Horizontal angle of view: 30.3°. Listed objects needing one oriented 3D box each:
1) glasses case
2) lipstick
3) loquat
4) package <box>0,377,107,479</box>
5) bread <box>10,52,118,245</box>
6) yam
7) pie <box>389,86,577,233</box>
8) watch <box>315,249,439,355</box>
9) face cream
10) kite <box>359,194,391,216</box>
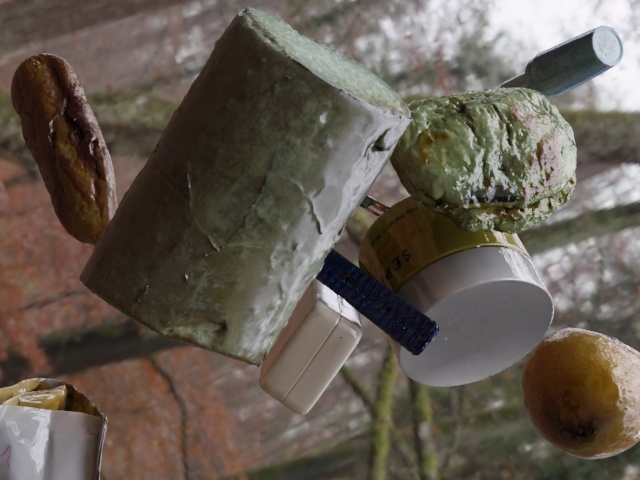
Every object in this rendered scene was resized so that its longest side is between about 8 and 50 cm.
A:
[{"bbox_3d":[-0.013,0.129,1.649,0.076,0.144,0.336,34,7,-5],"label":"glasses case"},{"bbox_3d":[0.319,-0.234,1.701,0.068,0.061,0.274,29,-24,-21],"label":"lipstick"},{"bbox_3d":[0.517,0.288,2.272,0.263,0.263,0.263,56,-20,33],"label":"loquat"},{"bbox_3d":[-0.379,0.336,1.440,0.221,0.165,0.311,15,-83,62],"label":"package"},{"bbox_3d":[-0.327,-0.104,1.540,0.344,0.084,0.124,64,-27,27],"label":"bread"},{"bbox_3d":[-0.057,-0.032,0.898,0.161,0.268,0.161,32,7,-4],"label":"yam"},{"bbox_3d":[0.212,-0.107,1.475,0.090,0.248,0.201,123,-48,-63],"label":"pie"},{"bbox_3d":[0.004,0.008,1.506,0.276,0.068,0.274,50,-14,-22],"label":"watch"},{"bbox_3d":[0.178,0.060,1.589,0.218,0.218,0.179,87,-14,-48],"label":"face cream"},{"bbox_3d":[-0.019,-0.082,1.234,0.198,0.244,0.006,-39,-141,40],"label":"kite"}]
